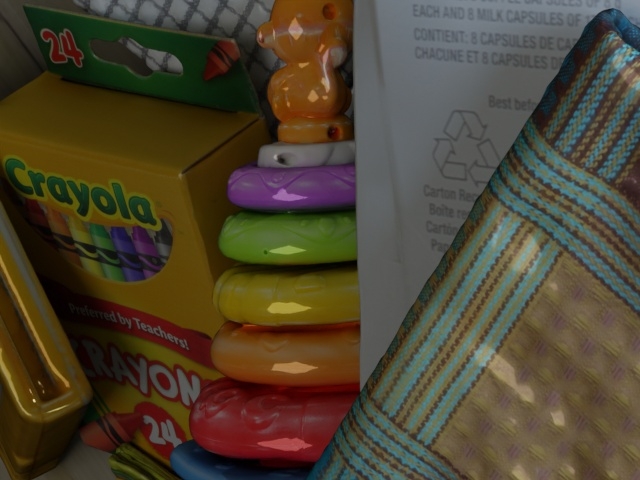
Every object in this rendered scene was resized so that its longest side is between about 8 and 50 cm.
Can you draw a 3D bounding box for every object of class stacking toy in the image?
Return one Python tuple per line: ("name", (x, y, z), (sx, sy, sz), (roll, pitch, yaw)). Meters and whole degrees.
("stacking toy", (0.000, 0.000, 1.091), (0.166, 0.175, 0.302), (-167, 72, -67))

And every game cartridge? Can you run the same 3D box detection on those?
("game cartridge", (-0.251, 0.020, 1.335), (0.285, 0.052, 0.324), (63, 162, 8))

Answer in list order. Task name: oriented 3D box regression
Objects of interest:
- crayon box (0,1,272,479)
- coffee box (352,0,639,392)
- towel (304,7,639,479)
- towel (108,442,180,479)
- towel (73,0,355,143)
("crayon box", (-0.106, 0.013, 1.230), (0.202, 0.081, 0.318), (13, 130, 40))
("coffee box", (0.244, 0.013, 0.867), (0.337, 0.334, 0.338), (10, 110, 36))
("towel", (0.118, 0.133, 0.760), (0.271, 0.040, 0.370), (42, 126, 20))
("towel", (-0.102, 0.247, 1.348), (0.102, 0.021, 0.237), (32, 142, 29))
("towel", (-0.017, -0.210, 1.157), (0.235, 0.121, 0.284), (40, 128, 15))
